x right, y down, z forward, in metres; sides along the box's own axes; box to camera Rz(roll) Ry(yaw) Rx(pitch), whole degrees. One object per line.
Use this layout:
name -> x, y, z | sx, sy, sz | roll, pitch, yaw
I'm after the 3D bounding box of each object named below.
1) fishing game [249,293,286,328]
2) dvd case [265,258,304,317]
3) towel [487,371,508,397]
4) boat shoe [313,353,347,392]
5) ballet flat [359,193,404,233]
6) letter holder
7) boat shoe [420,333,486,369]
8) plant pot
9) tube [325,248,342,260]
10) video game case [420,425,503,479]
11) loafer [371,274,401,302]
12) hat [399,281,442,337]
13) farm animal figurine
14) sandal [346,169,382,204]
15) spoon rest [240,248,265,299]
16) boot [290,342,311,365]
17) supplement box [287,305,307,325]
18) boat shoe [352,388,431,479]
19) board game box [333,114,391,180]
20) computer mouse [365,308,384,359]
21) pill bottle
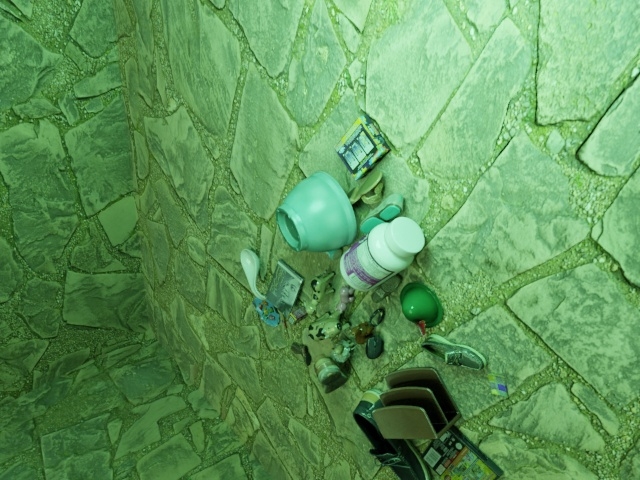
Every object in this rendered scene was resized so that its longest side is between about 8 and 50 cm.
fishing game -> -0.277, 0.357, 2.497 | 0.264, 0.041, 0.189 | 12, 121, 44
dvd case -> -0.166, 0.219, 2.246 | 0.165, 0.018, 0.221 | 38, 119, 30
towel -> 0.571, 0.465, 1.588 | 0.060, 0.009, 0.083 | 2, 113, 48
boat shoe -> 0.037, 0.578, 2.161 | 0.116, 0.123, 0.324 | 57, 168, 30
ballet flat -> 0.207, -0.089, 1.636 | 0.072, 0.068, 0.213 | 29, 146, -16
letter holder -> 0.330, 0.607, 1.846 | 0.302, 0.152, 0.214 | -31, 85, 53
boat shoe -> 0.437, 0.383, 1.642 | 0.224, 0.073, 0.080 | 19, 126, 43
plant pot -> -0.036, -0.075, 1.764 | 0.293, 0.196, 0.293 | 47, 153, 33
tube -> 0.000, 0.000, 1.948 | 0.207, 0.052, 0.080 | 42, 134, 33
video game case -> 0.522, 0.841, 1.857 | 0.248, 0.035, 0.274 | 40, 137, 27
loafer -> 0.238, 0.167, 1.768 | 0.056, 0.050, 0.148 | 51, 126, 9
hat -> 0.290, 0.249, 1.642 | 0.173, 0.184, 0.208 | 53, 142, 13
farm animal figurine -> 0.035, 0.323, 1.998 | 0.330, 0.172, 0.326 | 52, 142, 14
sandal -> 0.168, -0.158, 1.648 | 0.079, 0.088, 0.240 | 34, 153, -14
spoon rest -> -0.316, 0.169, 2.386 | 0.137, 0.084, 0.276 | -28, 88, 52
boot -> -0.098, 0.555, 2.409 | 0.114, 0.037, 0.106 | -6, 94, 48
supplement box -> -0.103, 0.343, 2.246 | 0.043, 0.083, 0.055 | 47, 141, 20
boat shoe -> 0.289, 0.870, 2.053 | 0.187, 0.156, 0.499 | -28, 91, 51
board game box -> 0.133, -0.299, 1.604 | 0.141, 0.048, 0.170 | 58, 143, 9
computer mouse -> 0.215, 0.366, 1.895 | 0.041, 0.071, 0.241 | -102, 12, -61
pill bottle -> 0.203, 0.044, 1.631 | 0.169, 0.169, 0.301 | 57, 142, 8
